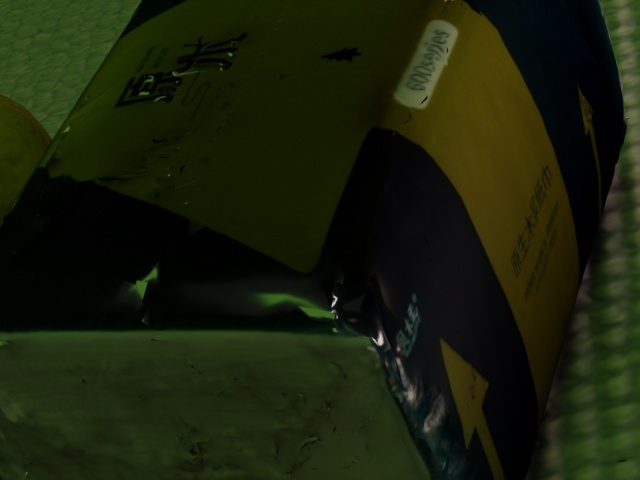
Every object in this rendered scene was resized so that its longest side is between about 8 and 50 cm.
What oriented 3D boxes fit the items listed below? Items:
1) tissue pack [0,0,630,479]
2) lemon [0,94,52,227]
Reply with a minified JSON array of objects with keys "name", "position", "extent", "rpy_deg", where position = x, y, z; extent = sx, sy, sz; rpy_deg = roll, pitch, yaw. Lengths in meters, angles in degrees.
[{"name":"tissue pack","position":[0.000,0.000,1.045],"extent":[0.264,0.253,0.416],"rpy_deg":[-5,40,26]},{"name":"lemon","position":[-0.266,-0.026,1.311],"extent":[0.178,0.178,0.203],"rpy_deg":[-25,21,-2]}]
